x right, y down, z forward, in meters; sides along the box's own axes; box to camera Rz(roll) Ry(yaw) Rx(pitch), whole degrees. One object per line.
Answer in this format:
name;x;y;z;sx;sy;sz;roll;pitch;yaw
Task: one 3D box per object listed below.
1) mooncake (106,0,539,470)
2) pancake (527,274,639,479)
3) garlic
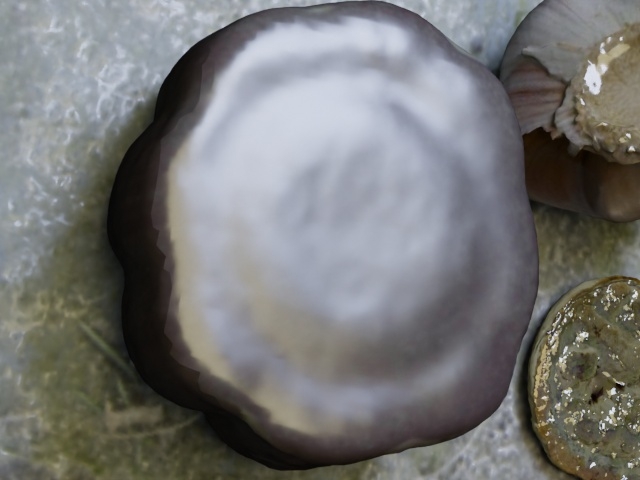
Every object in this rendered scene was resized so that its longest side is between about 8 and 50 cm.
mooncake;0.000;0.000;1.164;0.306;0.154;0.306;4;80;-21
pancake;0.214;0.104;1.304;0.158;0.028;0.158;4;81;-24
garlic;0.251;-0.083;1.243;0.256;0.207;0.207;25;72;-6
